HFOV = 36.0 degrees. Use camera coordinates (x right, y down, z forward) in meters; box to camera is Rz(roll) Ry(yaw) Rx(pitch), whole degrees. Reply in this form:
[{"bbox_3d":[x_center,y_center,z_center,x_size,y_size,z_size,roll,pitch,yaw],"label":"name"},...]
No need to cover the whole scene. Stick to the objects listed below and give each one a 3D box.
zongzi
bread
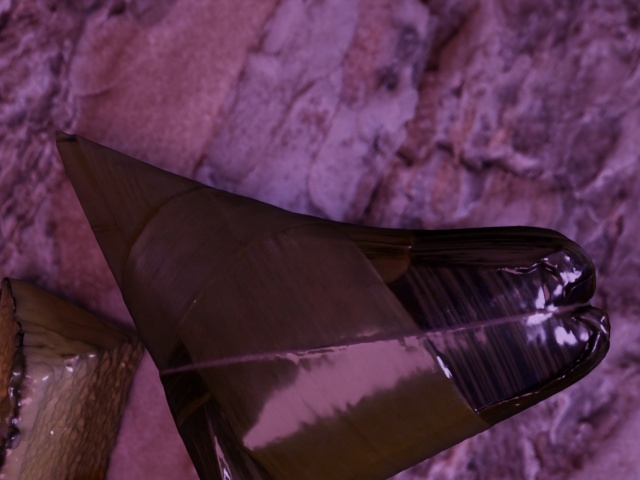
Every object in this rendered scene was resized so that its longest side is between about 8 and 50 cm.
[{"bbox_3d":[0.000,0.000,0.653,0.289,0.154,0.318,-28,86,5],"label":"zongzi"},{"bbox_3d":[-0.223,0.173,0.729,0.178,0.141,0.266,35,108,46],"label":"bread"}]
